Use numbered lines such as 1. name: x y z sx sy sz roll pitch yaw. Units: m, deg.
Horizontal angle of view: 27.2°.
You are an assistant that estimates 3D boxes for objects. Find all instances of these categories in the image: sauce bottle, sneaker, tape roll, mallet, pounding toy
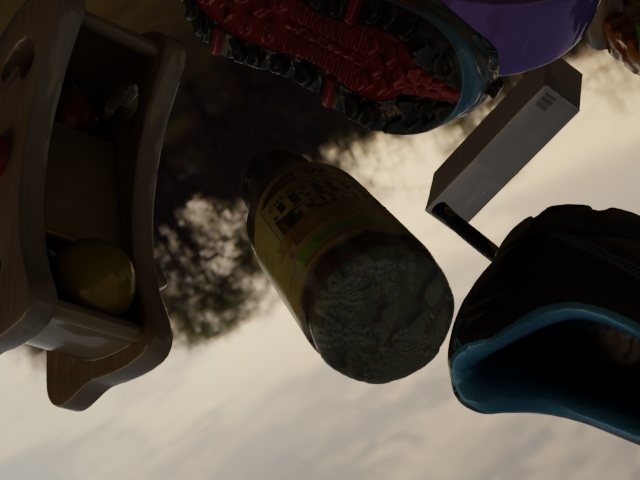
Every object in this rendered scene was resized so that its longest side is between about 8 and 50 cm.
1. sauce bottle: 0.000 0.000 1.057 0.111 0.111 0.344 -29 -156 -6
2. sneaker: 0.011 -0.152 0.907 0.125 0.262 0.104 -14 136 -54
3. tape roll: 0.122 -0.272 1.156 0.275 0.275 0.090 -31 154 -28
4. mallet: 0.161 0.029 1.133 0.062 0.190 0.039 -31 146 -42
5. sneaker: 0.228 0.067 0.648 0.341 0.125 0.140 4 -156 29
6. pounding toy: -0.111 -0.030 0.719 0.154 0.155 0.269 -48 -142 29

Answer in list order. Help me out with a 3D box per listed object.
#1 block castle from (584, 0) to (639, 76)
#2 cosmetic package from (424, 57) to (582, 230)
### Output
1. block castle: 0.485 -0.271 1.423 0.303 0.212 0.453 -25 -141 -6
2. cosmetic package: 0.230 -0.122 1.661 0.239 0.060 0.099 -48 -165 35
